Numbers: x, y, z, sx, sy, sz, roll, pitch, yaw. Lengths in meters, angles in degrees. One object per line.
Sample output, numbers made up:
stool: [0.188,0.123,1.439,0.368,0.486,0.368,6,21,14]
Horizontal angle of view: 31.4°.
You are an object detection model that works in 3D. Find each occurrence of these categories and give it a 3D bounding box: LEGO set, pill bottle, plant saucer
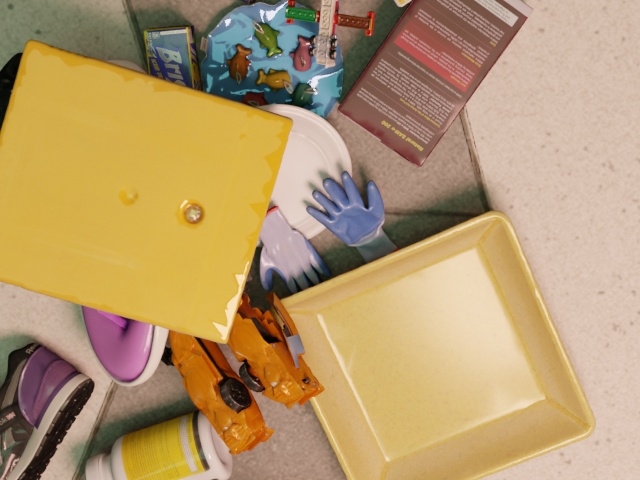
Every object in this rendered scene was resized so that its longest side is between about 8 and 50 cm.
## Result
LEGO set: [0.017,-0.327,1.361,0.244,0.060,0.182,-33,91,27]
pill bottle: [-0.220,0.303,1.549,0.184,0.103,0.103,-19,102,7]
plant saucer: [0.149,0.159,1.510,0.333,0.081,0.332,-23,101,9]

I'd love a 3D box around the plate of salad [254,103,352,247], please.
plate of salad: [-0.059,-0.084,1.465,0.200,0.048,0.199,-4,117,-7]

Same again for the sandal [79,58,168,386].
sandal: [-0.281,-0.020,1.441,0.169,0.102,0.416,1,94,43]

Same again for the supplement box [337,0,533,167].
supplement box: [0.141,-0.226,1.421,0.130,0.073,0.239,35,102,-4]

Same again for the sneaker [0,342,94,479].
sneaker: [-0.431,0.268,1.567,0.124,0.107,0.283,36,99,9]

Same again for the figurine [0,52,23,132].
figurine: [-0.384,-0.108,1.426,0.215,0.092,0.209,40,99,35]

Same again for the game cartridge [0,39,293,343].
game cartridge: [-0.225,-0.055,1.345,0.324,0.052,0.285,17,94,-6]

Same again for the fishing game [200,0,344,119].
fishing game: [-0.063,-0.217,1.450,0.189,0.041,0.264,12,105,-4]

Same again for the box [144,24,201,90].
box: [-0.183,-0.188,1.455,0.059,0.054,0.168,-5,103,4]

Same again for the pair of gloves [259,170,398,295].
pair of gloves: [0.000,0.000,1.479,0.198,0.023,0.159,-29,124,7]

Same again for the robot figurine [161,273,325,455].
robot figurine: [-0.130,0.114,1.458,0.211,0.085,0.291,-43,69,24]
